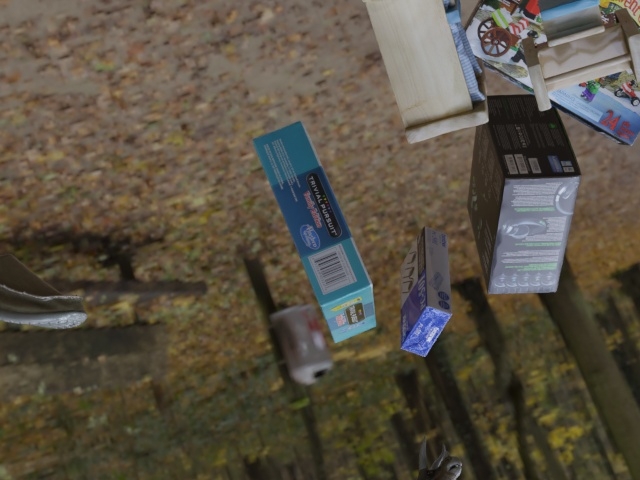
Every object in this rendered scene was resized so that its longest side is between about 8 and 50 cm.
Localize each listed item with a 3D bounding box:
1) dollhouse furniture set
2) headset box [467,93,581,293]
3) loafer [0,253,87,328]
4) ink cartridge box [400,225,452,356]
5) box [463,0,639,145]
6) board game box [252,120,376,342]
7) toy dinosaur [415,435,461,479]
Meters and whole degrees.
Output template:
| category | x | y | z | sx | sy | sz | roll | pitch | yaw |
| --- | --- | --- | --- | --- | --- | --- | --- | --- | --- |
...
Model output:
| category | x | y | z | sx | sy | sz | roll | pitch | yaw |
| --- | --- | --- | --- | --- | --- | --- | --- | --- | --- |
| dollhouse furniture set | 0.141 | -0.179 | 0.785 | 0.184 | 0.129 | 0.129 | -14 | -154 | 14 |
| headset box | 0.349 | -0.074 | 1.780 | 0.131 | 0.246 | 0.283 | -2 | 131 | -2 |
| loafer | -0.422 | 0.059 | 1.332 | 0.251 | 0.087 | 0.094 | 10 | 174 | 15 |
| ink cartridge box | 0.167 | 0.078 | 1.609 | 0.046 | 0.207 | 0.097 | 20 | 126 | -10 |
| box | 0.291 | -0.233 | 1.148 | 0.159 | 0.233 | 0.044 | -61 | -175 | 6 |
| board game box | 0.000 | 0.000 | 1.505 | 0.079 | 0.254 | 0.336 | -22 | 166 | -1 |
| toy dinosaur | 0.072 | 0.410 | 1.344 | 0.313 | 0.160 | 0.121 | -25 | 126 | -13 |
